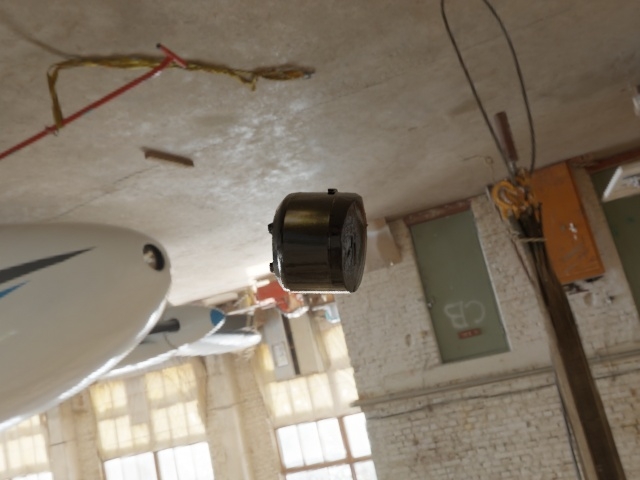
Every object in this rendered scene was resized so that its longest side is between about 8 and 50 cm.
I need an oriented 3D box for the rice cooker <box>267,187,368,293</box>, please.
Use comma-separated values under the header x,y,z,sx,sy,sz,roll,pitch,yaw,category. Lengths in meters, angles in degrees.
x,y,z,sx,sy,sz,roll,pitch,yaw,category
0.000,0.000,0.617,0.107,0.112,0.165,-1,-171,0,rice cooker
